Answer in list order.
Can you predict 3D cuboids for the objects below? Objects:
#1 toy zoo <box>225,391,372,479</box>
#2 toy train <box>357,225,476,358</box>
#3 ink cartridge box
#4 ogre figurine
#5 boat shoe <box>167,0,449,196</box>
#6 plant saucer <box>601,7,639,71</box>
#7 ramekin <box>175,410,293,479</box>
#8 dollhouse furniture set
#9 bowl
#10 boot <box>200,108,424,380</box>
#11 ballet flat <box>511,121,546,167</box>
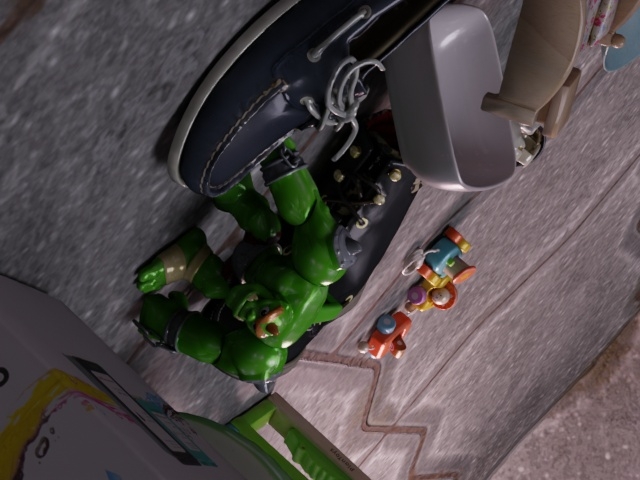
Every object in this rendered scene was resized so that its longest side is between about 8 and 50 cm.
[{"bbox_3d":[-0.067,0.268,1.711,0.293,0.192,0.030,-33,157,-46],"label":"toy zoo"},{"bbox_3d":[0.106,0.061,1.950,0.125,0.046,0.166,-36,160,-38],"label":"toy train"},{"bbox_3d":[-0.163,0.177,1.111,0.198,0.270,0.197,-49,163,2],"label":"ink cartridge box"},{"bbox_3d":[-0.046,0.019,1.328,0.197,0.118,0.097,-52,164,8],"label":"ogre figurine"},{"bbox_3d":[0.008,-0.118,1.222,0.254,0.079,0.095,-46,164,-9],"label":"boat shoe"},{"bbox_3d":[0.323,-0.249,1.821,0.195,0.037,0.195,-43,162,-17],"label":"plant saucer"},{"bbox_3d":[-0.124,0.273,1.405,0.303,0.303,0.148,-45,156,-13],"label":"ramekin"},{"bbox_3d":[0.224,-0.165,1.315,0.303,0.174,0.355,-48,155,-55],"label":"dollhouse furniture set"},{"bbox_3d":[0.094,-0.104,1.429,0.053,0.142,0.142,-12,-179,26],"label":"bowl"},{"bbox_3d":[-0.001,-0.001,1.465,0.236,0.085,0.178,-35,158,-58],"label":"boot"},{"bbox_3d":[0.158,-0.094,1.686,0.074,0.074,0.203,-52,163,12],"label":"ballet flat"}]
